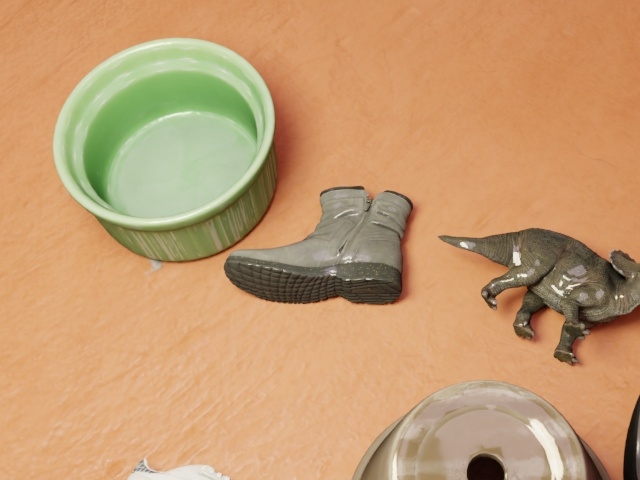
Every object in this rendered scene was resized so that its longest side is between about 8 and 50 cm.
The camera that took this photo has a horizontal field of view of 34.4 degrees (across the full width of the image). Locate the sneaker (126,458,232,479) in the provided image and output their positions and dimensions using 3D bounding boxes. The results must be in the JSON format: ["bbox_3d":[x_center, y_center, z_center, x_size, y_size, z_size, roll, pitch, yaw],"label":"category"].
[{"bbox_3d":[-0.125,0.316,1.240,0.235,0.090,0.095,8,43,6],"label":"sneaker"}]

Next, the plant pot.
[{"bbox_3d":[0.172,0.284,1.103,0.323,0.280,0.323,-4,60,6],"label":"plant pot"}]

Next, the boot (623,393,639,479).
[{"bbox_3d":[0.492,0.294,1.159,0.280,0.096,0.264,-1,61,6],"label":"boot"}]

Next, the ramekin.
[{"bbox_3d":[-0.203,-0.118,1.443,0.303,0.148,0.303,-3,61,6],"label":"ramekin"}]

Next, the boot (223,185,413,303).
[{"bbox_3d":[0.000,0.000,1.403,0.246,0.083,0.161,4,55,3],"label":"boot"}]

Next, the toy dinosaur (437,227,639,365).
[{"bbox_3d":[0.304,0.050,1.320,0.313,0.121,0.160,20,59,31],"label":"toy dinosaur"}]
